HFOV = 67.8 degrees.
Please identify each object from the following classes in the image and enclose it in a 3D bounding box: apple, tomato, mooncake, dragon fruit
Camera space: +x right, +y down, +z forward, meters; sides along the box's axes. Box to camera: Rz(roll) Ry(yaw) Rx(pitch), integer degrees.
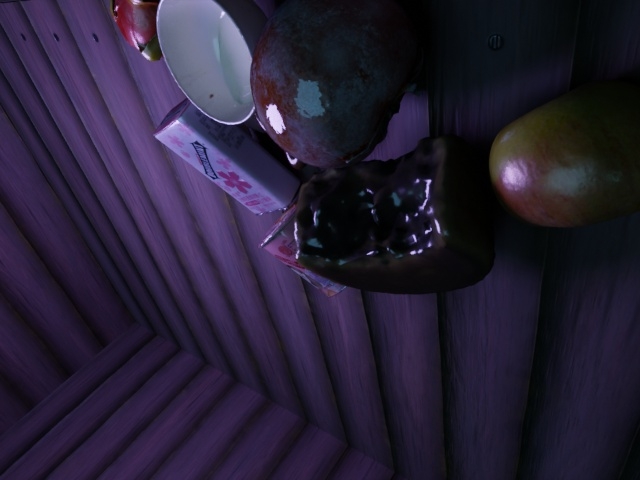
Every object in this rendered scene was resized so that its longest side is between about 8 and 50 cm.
[{"bbox_3d":[0.386,-0.123,0.711,0.261,0.261,0.194,-25,90,53],"label":"apple"},{"bbox_3d":[0.030,-0.284,0.841,0.282,0.317,0.317,31,143,7],"label":"tomato"},{"bbox_3d":[0.138,-0.044,0.960,0.394,0.246,0.393,10,153,4],"label":"mooncake"},{"bbox_3d":[-0.356,-0.529,1.066,0.224,0.224,0.227,35,130,13],"label":"dragon fruit"}]

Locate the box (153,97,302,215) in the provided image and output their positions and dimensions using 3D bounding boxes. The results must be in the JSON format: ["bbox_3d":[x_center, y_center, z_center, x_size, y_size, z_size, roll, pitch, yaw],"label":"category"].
[{"bbox_3d":[-0.235,-0.208,1.248,0.369,0.112,0.190,40,155,-28],"label":"box"}]

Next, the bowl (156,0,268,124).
[{"bbox_3d":[-0.188,-0.393,0.976,0.277,0.145,0.277,28,141,26],"label":"bowl"}]

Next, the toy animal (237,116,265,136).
[{"bbox_3d":[-0.238,-0.342,1.212,0.104,0.131,0.221,-29,107,32],"label":"toy animal"}]

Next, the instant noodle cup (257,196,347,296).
[{"bbox_3d":[0.000,0.000,1.239,0.231,0.243,0.243,42,145,-9],"label":"instant noodle cup"}]

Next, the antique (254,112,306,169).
[{"bbox_3d":[-0.042,-0.278,1.090,0.257,0.121,0.143,53,135,1],"label":"antique"}]
